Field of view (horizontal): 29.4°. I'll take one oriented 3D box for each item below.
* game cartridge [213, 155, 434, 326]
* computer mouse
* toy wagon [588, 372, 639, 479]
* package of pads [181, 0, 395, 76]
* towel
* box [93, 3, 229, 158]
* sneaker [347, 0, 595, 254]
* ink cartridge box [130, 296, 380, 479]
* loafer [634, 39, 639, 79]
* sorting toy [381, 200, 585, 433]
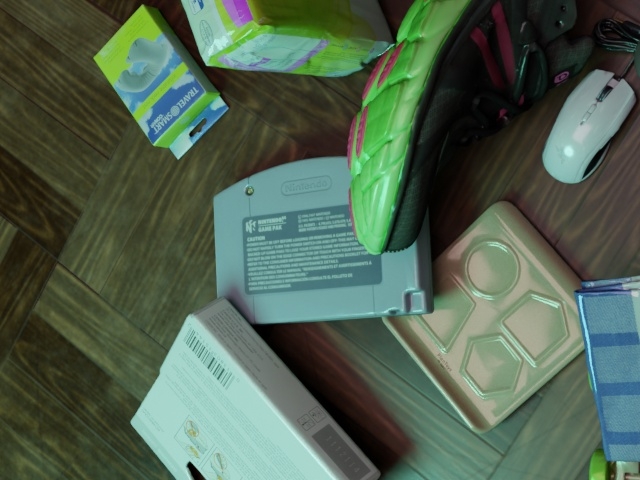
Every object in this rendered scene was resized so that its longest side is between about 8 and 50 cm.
[{"bbox_3d":[0.000,0.000,1.480,0.297,0.062,0.198,-6,80,34],"label":"game cartridge"},{"bbox_3d":[0.311,-0.149,1.354,0.106,0.042,0.193,34,105,21],"label":"computer mouse"},{"bbox_3d":[0.422,0.238,1.293,0.267,0.068,0.345,0,92,26],"label":"toy wagon"},{"bbox_3d":[-0.048,-0.303,1.386,0.101,0.296,0.229,-26,81,32],"label":"package of pads"},{"bbox_3d":[0.410,0.123,1.225,0.285,0.034,0.209,-7,101,28],"label":"towel"},{"bbox_3d":[-0.212,-0.208,1.610,0.109,0.042,0.178,-43,72,21],"label":"box"},{"bbox_3d":[0.180,-0.191,1.311,0.202,0.185,0.483,27,92,-10],"label":"sneaker"},{"bbox_3d":[-0.092,0.258,1.537,0.296,0.066,0.261,47,136,14],"label":"ink cartridge box"},{"bbox_3d":[0.468,-0.108,1.195,0.366,0.134,0.130,43,151,14],"label":"loafer"},{"bbox_3d":[0.202,0.089,1.418,0.208,0.038,0.193,-44,73,15],"label":"sorting toy"}]
